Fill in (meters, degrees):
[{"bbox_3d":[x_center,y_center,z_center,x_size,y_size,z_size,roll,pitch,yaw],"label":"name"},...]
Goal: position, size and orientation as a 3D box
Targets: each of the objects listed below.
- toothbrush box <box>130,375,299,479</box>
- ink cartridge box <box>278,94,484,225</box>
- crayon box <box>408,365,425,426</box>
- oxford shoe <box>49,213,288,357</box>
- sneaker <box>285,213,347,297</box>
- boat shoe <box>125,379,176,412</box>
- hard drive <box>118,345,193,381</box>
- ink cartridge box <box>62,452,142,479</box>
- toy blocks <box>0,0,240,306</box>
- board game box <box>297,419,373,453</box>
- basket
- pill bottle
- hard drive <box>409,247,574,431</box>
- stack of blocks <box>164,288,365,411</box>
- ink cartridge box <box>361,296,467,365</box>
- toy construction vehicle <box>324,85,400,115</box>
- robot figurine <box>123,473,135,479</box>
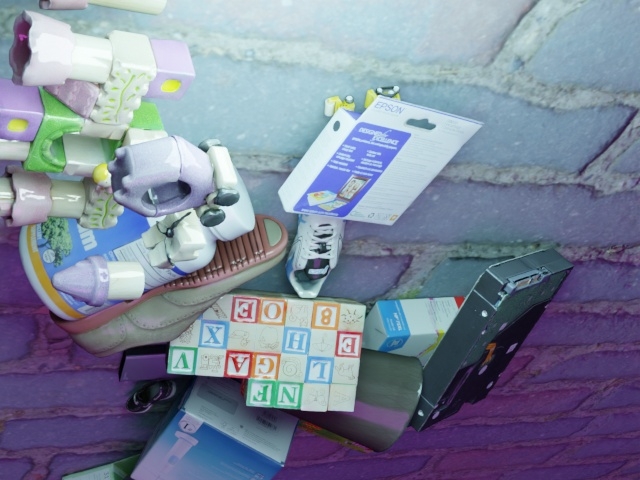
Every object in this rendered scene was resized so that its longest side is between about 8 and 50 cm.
[{"bbox_3d":[-0.205,0.396,1.715,0.216,0.126,0.295,30,132,-7],"label":"toothbrush box"},{"bbox_3d":[0.079,-0.108,1.170,0.206,0.045,0.208,7,136,-43],"label":"ink cartridge box"},{"bbox_3d":[0.156,0.308,1.862,0.165,0.081,0.278,-19,148,5],"label":"crayon box"},{"bbox_3d":[-0.200,0.066,1.279,0.348,0.123,0.130,-19,133,6],"label":"oxford shoe"},{"bbox_3d":[0.000,0.000,1.325,0.085,0.086,0.237,-4,145,-14],"label":"sneaker"},{"bbox_3d":[-0.320,0.286,1.647,0.125,0.046,0.038,-23,157,33],"label":"boat shoe"},{"bbox_3d":[-0.285,0.217,1.590,0.135,0.022,0.094,-1,145,-21],"label":"hard drive"},{"bbox_3d":[-0.430,0.539,1.993,0.235,0.056,0.171,-16,148,3],"label":"ink cartridge box"},{"bbox_3d":[-0.281,-0.094,0.850,0.260,0.309,0.288,2,144,-36],"label":"toy blocks"},{"bbox_3d":[0.036,0.396,1.894,0.181,0.043,0.092,23,155,-11],"label":"board game box"},{"bbox_3d":[0.031,0.255,1.560,0.227,0.154,0.204,20,126,-17],"label":"basket"},{"bbox_3d":[-0.229,-0.013,1.144,0.272,0.152,0.152,-23,147,11],"label":"pill bottle"},{"bbox_3d":[0.290,0.173,1.584,0.237,0.064,0.339,-13,138,-48],"label":"hard drive"},{"bbox_3d":[-0.090,0.168,1.404,0.297,0.171,0.087,6,-177,-13],"label":"stack of blocks"},{"bbox_3d":[0.195,0.173,1.676,0.231,0.078,0.134,-1,145,-22],"label":"ink cartridge box"},{"bbox_3d":[0.053,-0.155,1.155,0.098,0.035,0.086,-7,147,-13],"label":"toy construction vehicle"},{"bbox_3d":[-0.323,0.616,1.877,0.200,0.300,0.353,-40,-172,-16],"label":"robot figurine"}]
